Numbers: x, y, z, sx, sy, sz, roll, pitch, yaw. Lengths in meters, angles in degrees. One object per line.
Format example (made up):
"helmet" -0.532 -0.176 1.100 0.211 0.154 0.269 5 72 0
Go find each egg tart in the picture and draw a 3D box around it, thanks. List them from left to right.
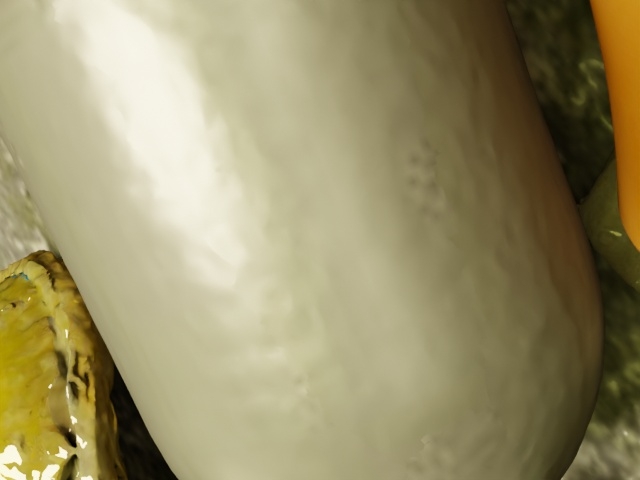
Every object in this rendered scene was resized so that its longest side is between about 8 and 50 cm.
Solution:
"egg tart" -0.282 0.200 0.743 0.388 0.169 0.388 0 90 57

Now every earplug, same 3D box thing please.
"earplug" 0.000 0.000 0.528 0.312 0.312 0.394 -19 96 31

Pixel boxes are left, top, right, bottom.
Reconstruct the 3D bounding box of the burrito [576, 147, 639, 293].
"burrito" 0.236 -0.069 0.529 0.087 0.060 0.226 28 116 13

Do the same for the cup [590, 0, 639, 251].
"cup" 0.217 -0.109 0.362 0.182 0.226 0.264 50 168 39
